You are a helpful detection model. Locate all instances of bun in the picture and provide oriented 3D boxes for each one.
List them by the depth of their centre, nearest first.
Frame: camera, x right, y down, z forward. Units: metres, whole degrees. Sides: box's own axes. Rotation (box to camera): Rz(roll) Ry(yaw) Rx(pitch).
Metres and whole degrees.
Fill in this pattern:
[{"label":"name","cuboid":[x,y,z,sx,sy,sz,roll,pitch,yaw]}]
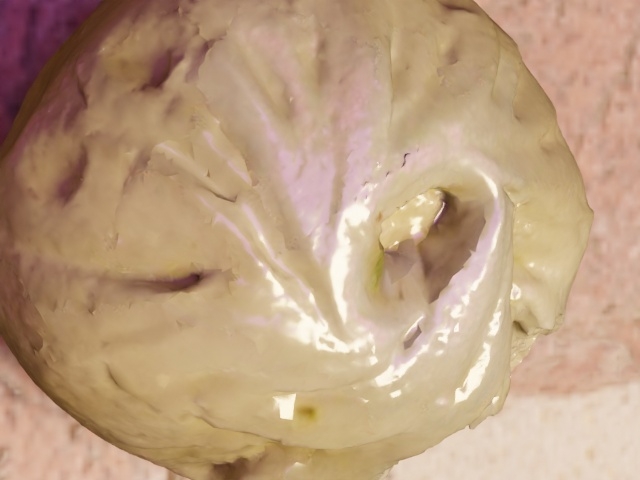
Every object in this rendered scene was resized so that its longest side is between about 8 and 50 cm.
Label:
[{"label":"bun","cuboid":[0.000,0.000,0.507,0.193,0.128,0.178,44,76,-20]}]
